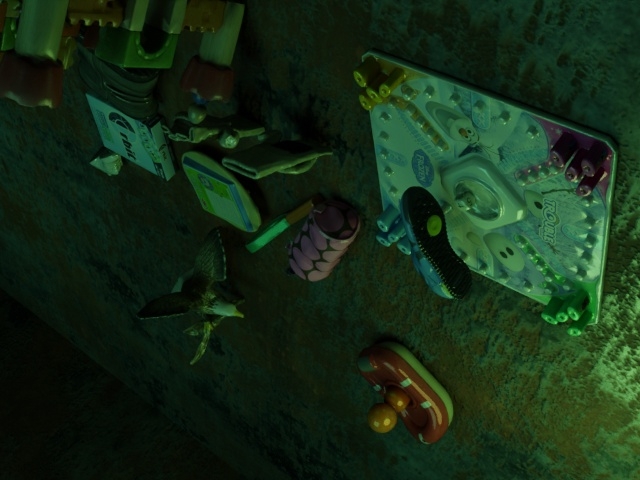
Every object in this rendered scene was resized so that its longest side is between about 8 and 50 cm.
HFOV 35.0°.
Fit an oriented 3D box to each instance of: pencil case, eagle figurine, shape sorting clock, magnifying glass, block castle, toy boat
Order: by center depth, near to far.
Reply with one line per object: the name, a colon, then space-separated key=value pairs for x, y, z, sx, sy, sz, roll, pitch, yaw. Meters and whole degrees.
block castle: x=-0.351 y=-0.291 z=1.461 sx=0.303 sy=0.453 sz=0.213 roll=26 pitch=110 yaw=25
pencil case: x=0.000 y=0.000 z=1.821 sx=0.098 sy=0.095 sz=0.209 roll=47 pitch=151 yaw=7
magnifying glass: x=-0.067 y=-0.034 z=1.879 sx=0.026 sy=0.092 sz=0.231 roll=51 pitch=142 yaw=-9
shape sorting clock: x=-0.193 y=-0.097 z=1.986 sx=0.206 sy=0.040 sz=0.206 roll=33 pitch=155 yaw=17
toy boat: x=0.150 y=0.321 z=2.015 sx=0.231 sy=0.151 sz=0.151 roll=47 pitch=153 yaw=-8
eagle figurine: x=-0.266 y=0.115 z=2.218 sx=0.225 sy=0.226 sz=0.298 roll=-9 pitch=153 yaw=13

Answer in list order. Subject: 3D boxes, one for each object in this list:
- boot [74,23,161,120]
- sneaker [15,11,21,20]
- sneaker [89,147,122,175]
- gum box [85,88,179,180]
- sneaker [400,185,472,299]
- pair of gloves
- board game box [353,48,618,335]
boot: x=-0.430 y=-0.364 z=1.844 sx=0.338 sy=0.118 sz=0.223 roll=46 pitch=158 yaw=2
sneaker: x=-0.436 y=-0.426 z=1.661 sx=0.146 sy=0.102 sz=0.293 roll=35 pitch=113 yaw=-4
sneaker: x=-0.454 y=-0.178 z=2.216 sx=0.061 sy=0.054 sz=0.152 roll=41 pitch=161 yaw=-18
gum box: x=-0.381 y=-0.219 z=2.058 sx=0.184 sy=0.041 sz=0.157 roll=28 pitch=150 yaw=24
sneaker: x=0.155 y=0.005 z=1.530 sx=0.082 sy=0.069 sz=0.209 roll=14 pitch=142 yaw=49
pair of gloves: x=-0.123 y=-0.166 z=1.652 sx=0.240 sy=0.204 sz=0.042 roll=27 pitch=115 yaw=33
board game box: x=0.228 y=-0.059 z=1.471 sx=0.390 sy=0.050 sz=0.390 roll=27 pitch=149 yaw=29
